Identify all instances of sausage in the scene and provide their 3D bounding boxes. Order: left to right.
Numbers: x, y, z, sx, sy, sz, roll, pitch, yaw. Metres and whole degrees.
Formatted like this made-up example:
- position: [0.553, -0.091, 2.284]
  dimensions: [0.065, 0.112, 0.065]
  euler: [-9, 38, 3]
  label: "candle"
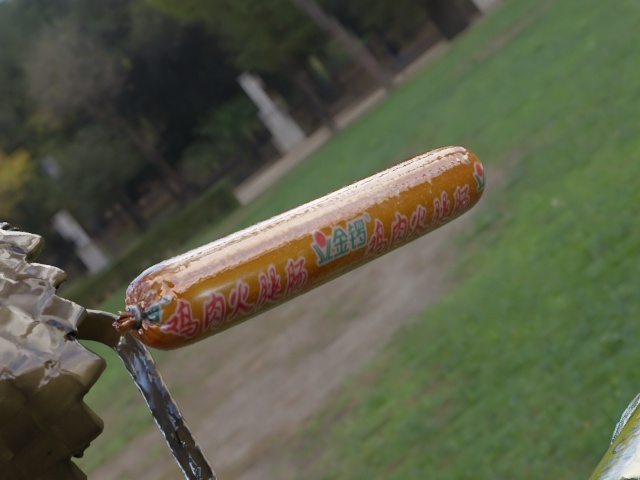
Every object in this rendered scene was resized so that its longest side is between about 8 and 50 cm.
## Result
- position: [0.000, 0.000, 1.163]
  dimensions: [0.348, 0.053, 0.053]
  euler: [-24, -6, -45]
  label: "sausage"

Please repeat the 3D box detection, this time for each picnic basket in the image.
- position: [-0.259, 0.142, 1.501]
  dimensions: [0.321, 0.254, 0.291]
  euler: [3, -56, -33]
  label: "picnic basket"

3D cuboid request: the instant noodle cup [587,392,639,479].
- position: [0.244, 0.192, 1.170]
  dimensions: [0.205, 0.205, 0.153]
  euler: [-34, -3, 39]
  label: "instant noodle cup"
